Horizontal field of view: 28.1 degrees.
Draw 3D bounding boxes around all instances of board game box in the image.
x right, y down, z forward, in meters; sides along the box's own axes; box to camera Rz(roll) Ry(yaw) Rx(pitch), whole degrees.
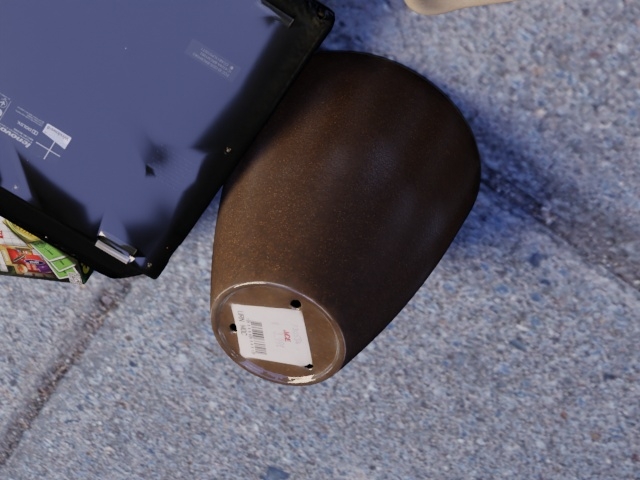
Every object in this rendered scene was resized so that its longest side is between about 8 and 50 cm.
[{"bbox_3d":[-0.365,-0.025,1.301,0.259,0.030,0.136,5,128,18],"label":"board game box"}]

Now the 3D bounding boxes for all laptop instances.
[{"bbox_3d":[-0.254,-0.156,1.052,0.382,0.236,0.408,31,113,-14],"label":"laptop"}]

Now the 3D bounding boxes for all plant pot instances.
[{"bbox_3d":[0.000,0.000,1.033,0.215,0.230,0.215,12,133,13],"label":"plant pot"}]

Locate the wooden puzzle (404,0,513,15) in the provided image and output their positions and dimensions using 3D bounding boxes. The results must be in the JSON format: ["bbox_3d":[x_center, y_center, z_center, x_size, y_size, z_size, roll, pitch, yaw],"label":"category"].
[{"bbox_3d":[0.171,-0.296,0.811,0.347,0.080,0.322,-5,126,26],"label":"wooden puzzle"}]
